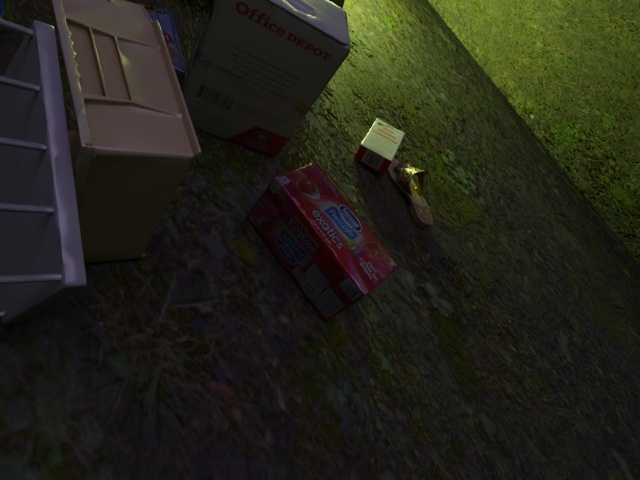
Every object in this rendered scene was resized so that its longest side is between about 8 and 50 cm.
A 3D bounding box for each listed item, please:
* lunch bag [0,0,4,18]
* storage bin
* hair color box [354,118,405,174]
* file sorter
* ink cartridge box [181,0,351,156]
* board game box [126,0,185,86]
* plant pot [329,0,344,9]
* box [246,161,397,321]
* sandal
[{"bbox_3d":[-0.590,-0.386,0.568,0.219,0.090,0.176,-29,124,-43],"label":"lunch bag"},{"bbox_3d":[-0.289,-0.136,0.541,0.123,0.262,0.260,-5,63,-40],"label":"storage bin"},{"bbox_3d":[0.162,-0.258,1.111,0.093,0.053,0.167,29,46,1],"label":"hair color box"},{"bbox_3d":[-0.368,-0.062,0.389,0.173,0.192,0.278,0,73,-52],"label":"file sorter"},{"bbox_3d":[-0.117,-0.329,0.779,0.226,0.306,0.131,18,51,-27],"label":"ink cartridge box"},{"bbox_3d":[-0.360,-0.388,0.815,0.194,0.060,0.194,-16,70,-43],"label":"board game box"},{"bbox_3d":[-0.072,-0.726,1.143,0.191,0.284,0.284,-6,63,-24],"label":"plant pot"},{"bbox_3d":[0.000,0.000,0.759,0.257,0.128,0.122,52,44,7],"label":"box"},{"bbox_3d":[0.257,-0.153,1.100,0.088,0.079,0.240,-2,61,-38],"label":"sandal"}]
